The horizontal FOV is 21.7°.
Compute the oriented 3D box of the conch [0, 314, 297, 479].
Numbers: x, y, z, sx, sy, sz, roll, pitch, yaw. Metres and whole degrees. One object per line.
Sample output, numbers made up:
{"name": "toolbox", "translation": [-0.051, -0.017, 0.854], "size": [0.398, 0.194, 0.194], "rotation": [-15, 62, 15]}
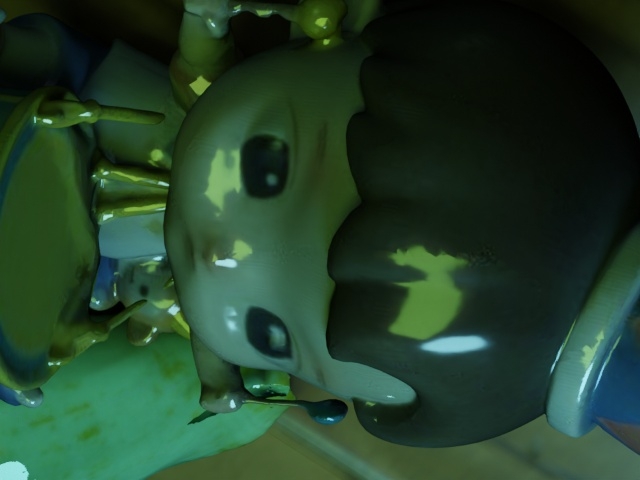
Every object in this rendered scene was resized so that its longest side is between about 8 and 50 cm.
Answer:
{"name": "conch", "translation": [-0.089, 0.070, 0.648], "size": [0.170, 0.079, 0.106], "rotation": [-6, 161, -14]}

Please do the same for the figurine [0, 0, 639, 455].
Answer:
{"name": "figurine", "translation": [0.002, -0.004, 0.530], "size": [0.275, 0.158, 0.161], "rotation": [2, 117, 13]}
